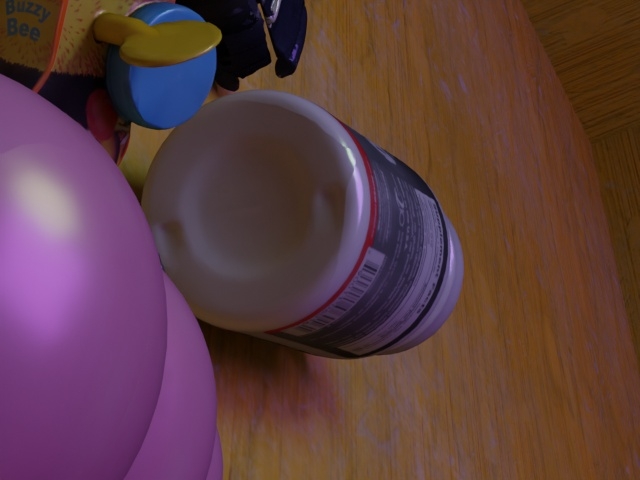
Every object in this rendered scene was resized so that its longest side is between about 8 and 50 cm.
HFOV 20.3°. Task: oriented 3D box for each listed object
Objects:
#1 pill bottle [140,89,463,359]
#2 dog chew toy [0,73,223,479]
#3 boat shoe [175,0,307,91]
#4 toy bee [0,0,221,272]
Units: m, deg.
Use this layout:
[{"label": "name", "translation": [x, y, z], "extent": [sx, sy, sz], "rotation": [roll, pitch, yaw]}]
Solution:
[{"label": "pill bottle", "translation": [0.000, 0.000, 1.282], "extent": [0.283, 0.161, 0.161], "rotation": [25, 45, -68]}, {"label": "dog chew toy", "translation": [-0.135, 0.066, 0.711], "extent": [0.332, 0.206, 0.206], "rotation": [57, 18, -62]}, {"label": "boat shoe", "translation": [-0.084, -0.280, 1.486], "extent": [0.158, 0.127, 0.340], "rotation": [59, 25, -50]}, {"label": "toy bee", "translation": [-0.134, -0.088, 0.969], "extent": [0.162, 0.195, 0.298], "rotation": [-13, 92, -50]}]
